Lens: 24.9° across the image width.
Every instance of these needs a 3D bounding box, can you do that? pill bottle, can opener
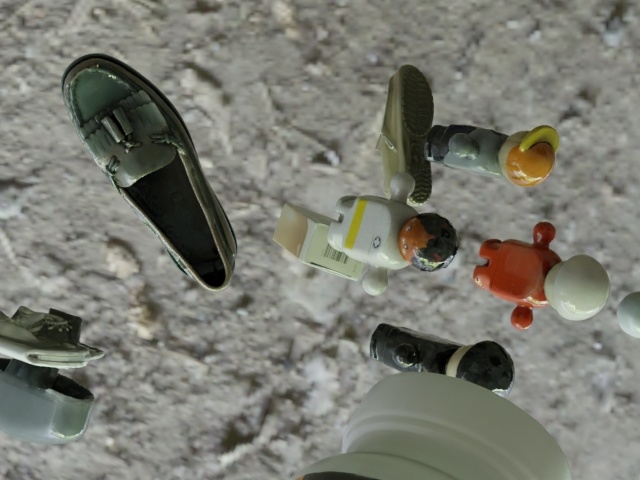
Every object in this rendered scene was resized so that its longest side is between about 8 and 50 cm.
[{"bbox_3d":[0.024,0.214,0.763,0.162,0.162,0.278,56,48,-30],"label":"pill bottle"},{"bbox_3d":[-0.267,0.064,0.966,0.076,0.283,0.095,2,100,-60],"label":"can opener"}]

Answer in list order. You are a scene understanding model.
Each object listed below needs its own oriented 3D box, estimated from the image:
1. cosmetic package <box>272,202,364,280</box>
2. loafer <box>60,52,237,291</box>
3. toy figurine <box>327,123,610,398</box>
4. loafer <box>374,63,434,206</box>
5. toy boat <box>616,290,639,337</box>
[{"bbox_3d":[0.000,0.000,1.369,0.060,0.115,0.041,19,95,-17],"label":"cosmetic package"},{"bbox_3d":[-0.157,-0.063,1.419,0.096,0.084,0.268,-33,115,1],"label":"loafer"},{"bbox_3d":[0.132,0.015,1.261,0.213,0.148,0.210,-34,119,-27],"label":"toy figurine"},{"bbox_3d":[0.082,-0.106,1.479,0.056,0.050,0.148,13,75,-46],"label":"loafer"},{"bbox_3d":[0.534,0.118,1.969,0.267,0.318,0.148,33,94,-33],"label":"toy boat"}]
